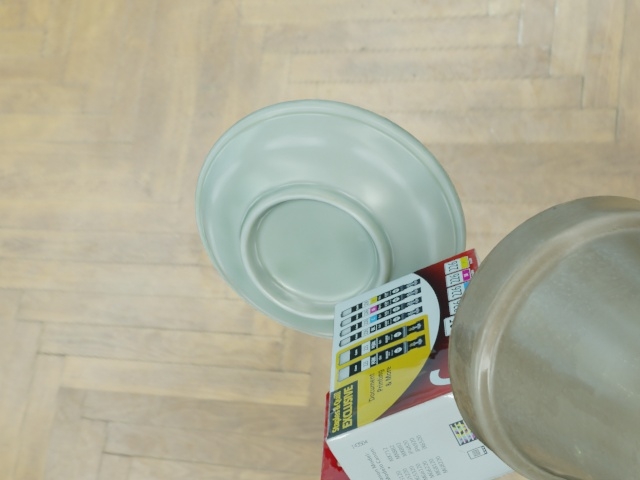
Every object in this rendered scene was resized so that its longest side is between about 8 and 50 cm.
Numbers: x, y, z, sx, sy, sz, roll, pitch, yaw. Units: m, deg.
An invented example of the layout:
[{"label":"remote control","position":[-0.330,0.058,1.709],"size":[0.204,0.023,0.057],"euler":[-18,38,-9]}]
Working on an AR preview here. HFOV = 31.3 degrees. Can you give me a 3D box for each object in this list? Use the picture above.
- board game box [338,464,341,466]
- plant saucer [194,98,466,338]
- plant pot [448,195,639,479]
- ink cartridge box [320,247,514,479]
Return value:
[{"label":"board game box","position":[0.081,0.488,1.768],"size":[0.232,0.141,0.291],"euler":[-45,21,-24]},{"label":"plant saucer","position":[0.000,0.000,1.608],"size":[0.400,0.400,0.100],"euler":[0,32,19]},{"label":"plant pot","position":[0.263,0.115,0.915],"size":[0.263,0.263,0.229],"euler":[-46,23,1]},{"label":"ink cartridge box","position":[0.097,0.175,1.366],"size":[0.272,0.309,0.130],"euler":[-23,112,12]}]
